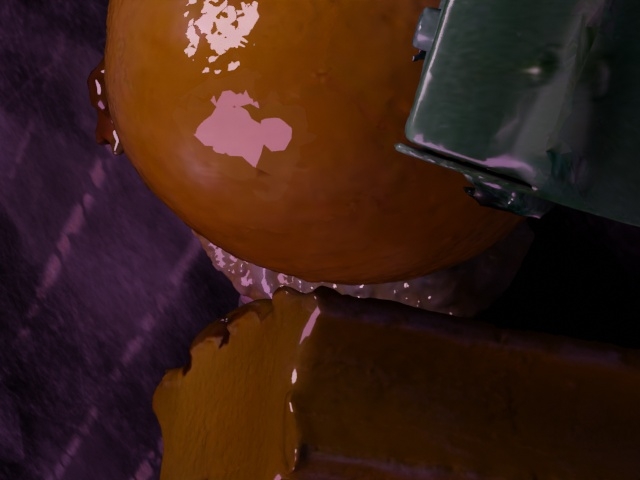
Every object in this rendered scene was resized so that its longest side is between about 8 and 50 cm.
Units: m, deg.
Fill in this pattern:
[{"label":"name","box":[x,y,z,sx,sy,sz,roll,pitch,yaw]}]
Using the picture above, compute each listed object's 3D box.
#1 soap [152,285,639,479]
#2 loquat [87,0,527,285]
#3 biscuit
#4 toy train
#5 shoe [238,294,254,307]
[{"label":"soap","box":[0.058,0.125,1.269,0.259,0.281,0.143,149,125,-61]},{"label":"loquat","box":[0.002,-0.100,1.094,0.275,0.275,0.275,35,147,27]},{"label":"biscuit","box":[0.020,-0.023,1.314,0.265,0.040,0.188,15,106,26]},{"label":"toy train","box":[0.125,-0.151,0.862,0.120,0.300,0.202,18,-173,-1]},{"label":"shoe","box":[0.000,0.000,1.415,0.180,0.089,0.092,-6,105,53]}]
